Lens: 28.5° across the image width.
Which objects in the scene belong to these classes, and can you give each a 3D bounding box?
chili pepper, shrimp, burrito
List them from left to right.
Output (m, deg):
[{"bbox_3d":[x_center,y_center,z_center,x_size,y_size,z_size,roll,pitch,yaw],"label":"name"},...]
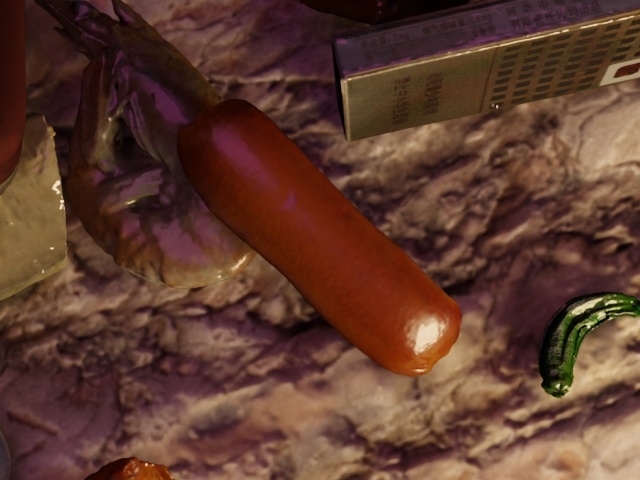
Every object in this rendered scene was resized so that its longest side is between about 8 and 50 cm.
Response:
[{"bbox_3d":[-0.336,0.014,1.059,0.299,0.143,0.105,-28,48,-6],"label":"burrito"},{"bbox_3d":[-0.170,-0.094,1.118,0.168,0.077,0.317,-40,84,-6],"label":"shrimp"},{"bbox_3d":[0.222,0.081,1.084,0.118,0.035,0.055,-44,91,-17],"label":"chili pepper"}]

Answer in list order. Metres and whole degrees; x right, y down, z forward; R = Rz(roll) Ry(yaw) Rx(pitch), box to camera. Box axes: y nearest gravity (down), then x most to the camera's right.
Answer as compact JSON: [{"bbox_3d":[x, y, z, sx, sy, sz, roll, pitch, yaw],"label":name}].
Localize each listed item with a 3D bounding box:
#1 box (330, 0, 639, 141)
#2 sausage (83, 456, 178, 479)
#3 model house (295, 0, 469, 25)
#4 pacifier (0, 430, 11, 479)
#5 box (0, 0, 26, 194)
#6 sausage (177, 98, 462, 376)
[{"bbox_3d":[0.173,-0.159,1.064,0.325,0.180,0.047,-13,78,0],"label":"box"},{"bbox_3d":[-0.201,0.332,1.009,0.102,0.102,0.330,18,79,6],"label":"sausage"},{"bbox_3d":[0.100,-0.265,1.057,0.199,0.219,0.229,31,80,29],"label":"model house"},{"bbox_3d":[-0.359,0.208,0.956,0.244,0.233,0.299,7,54,-17],"label":"pacifier"},{"bbox_3d":[-0.353,-0.174,0.983,0.263,0.108,0.404,20,35,-28],"label":"box"},{"bbox_3d":[0.000,0.000,1.058,0.300,0.083,0.089,43,74,-6],"label":"sausage"}]
